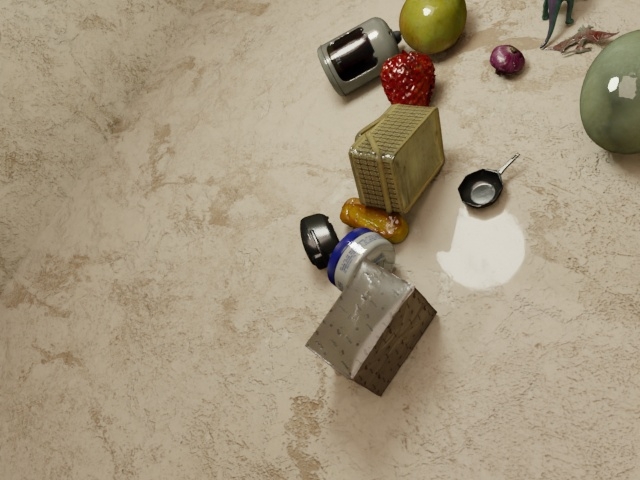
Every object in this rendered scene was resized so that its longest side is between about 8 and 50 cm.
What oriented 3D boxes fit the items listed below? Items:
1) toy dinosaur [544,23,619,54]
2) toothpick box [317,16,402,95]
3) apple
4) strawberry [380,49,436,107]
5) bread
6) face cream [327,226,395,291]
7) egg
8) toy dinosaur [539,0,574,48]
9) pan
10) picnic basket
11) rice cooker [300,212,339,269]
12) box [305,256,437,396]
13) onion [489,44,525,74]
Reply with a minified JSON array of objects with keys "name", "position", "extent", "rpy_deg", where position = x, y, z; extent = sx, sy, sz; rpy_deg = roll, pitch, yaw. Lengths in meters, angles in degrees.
[{"name":"toy dinosaur","position":[0.834,-0.643,1.654],"extent":[0.220,0.032,0.108],"rpy_deg":[0,67,42]},{"name":"toothpick box","position":[0.169,-0.720,1.997],"extent":[0.316,0.229,0.229],"rpy_deg":[-25,53,14]},{"name":"apple","position":[0.410,-0.813,1.882],"extent":[0.260,0.194,0.261],"rpy_deg":[-2,59,3]},{"name":"strawberry","position":[0.312,-0.523,1.802],"extent":[0.205,0.205,0.245],"rpy_deg":[-8,77,27]},{"name":"bread","position":[0.169,-0.066,1.677],"extent":[0.245,0.094,0.102],"rpy_deg":[25,83,38]},{"name":"face cream","position":[0.128,0.073,1.544],"extent":[0.111,0.206,0.206],"rpy_deg":[34,83,34]},{"name":"egg","position":[0.830,-0.394,1.365],"extent":[0.258,0.258,0.352],"rpy_deg":[8,73,34]},{"name":"toy dinosaur","position":[0.761,-0.875,1.638],"extent":[0.129,0.331,0.384],"rpy_deg":[22,74,40]},{"name":"pan","position":[0.520,-0.165,1.549],"extent":[0.201,0.048,0.129],"rpy_deg":[-22,55,20]},{"name":"picnic basket","position":[0.233,-0.258,1.608],"extent":[0.175,0.228,0.313],"rpy_deg":[15,50,35]},{"name":"rice cooker","position":[0.000,0.001,1.708],"extent":[0.118,0.142,0.203],"rpy_deg":[-24,56,2]},{"name":"box","position":[0.145,0.239,1.424],"extent":[0.190,0.225,0.297],"rpy_deg":[29,80,37]},{"name":"onion","position":[0.619,-0.597,1.721],"extent":[0.104,0.115,0.115],"rpy_deg":[116,148,-47]}]
